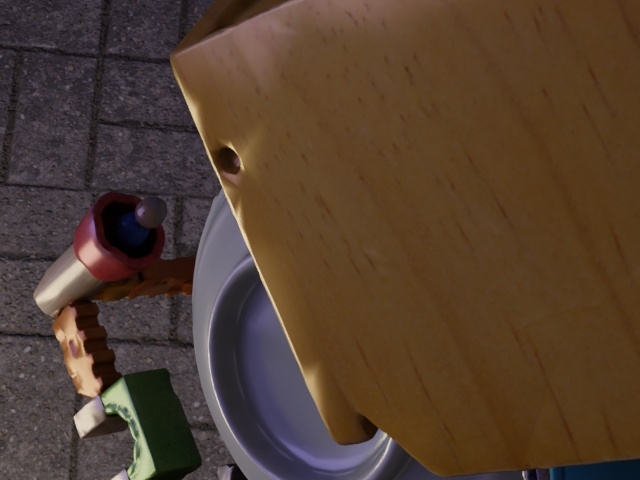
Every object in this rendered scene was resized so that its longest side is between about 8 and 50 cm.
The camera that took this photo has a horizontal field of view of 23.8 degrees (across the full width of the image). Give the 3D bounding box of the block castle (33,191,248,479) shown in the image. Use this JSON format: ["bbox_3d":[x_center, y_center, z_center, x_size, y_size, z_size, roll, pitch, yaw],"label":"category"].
[{"bbox_3d":[-0.071,0.168,1.539,0.213,0.303,0.453,-39,64,40],"label":"block castle"}]

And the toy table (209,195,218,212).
[{"bbox_3d":[0.000,0.000,1.827,0.161,0.252,0.274,62,-147,-80],"label":"toy table"}]

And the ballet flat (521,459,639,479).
[{"bbox_3d":[0.174,0.060,0.880,0.182,0.164,0.483,60,-153,-67],"label":"ballet flat"}]

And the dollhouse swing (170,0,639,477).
[{"bbox_3d":[0.163,-0.099,0.750,0.347,0.305,0.315,-16,100,46],"label":"dollhouse swing"}]

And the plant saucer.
[{"bbox_3d":[0.015,0.099,1.244,0.400,0.100,0.400,12,109,38],"label":"plant saucer"}]
